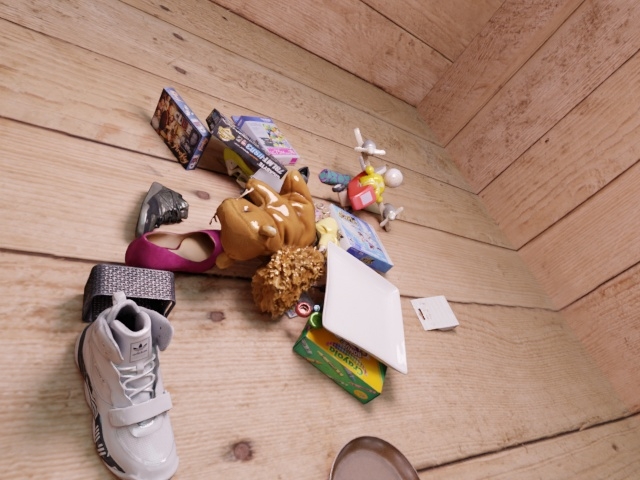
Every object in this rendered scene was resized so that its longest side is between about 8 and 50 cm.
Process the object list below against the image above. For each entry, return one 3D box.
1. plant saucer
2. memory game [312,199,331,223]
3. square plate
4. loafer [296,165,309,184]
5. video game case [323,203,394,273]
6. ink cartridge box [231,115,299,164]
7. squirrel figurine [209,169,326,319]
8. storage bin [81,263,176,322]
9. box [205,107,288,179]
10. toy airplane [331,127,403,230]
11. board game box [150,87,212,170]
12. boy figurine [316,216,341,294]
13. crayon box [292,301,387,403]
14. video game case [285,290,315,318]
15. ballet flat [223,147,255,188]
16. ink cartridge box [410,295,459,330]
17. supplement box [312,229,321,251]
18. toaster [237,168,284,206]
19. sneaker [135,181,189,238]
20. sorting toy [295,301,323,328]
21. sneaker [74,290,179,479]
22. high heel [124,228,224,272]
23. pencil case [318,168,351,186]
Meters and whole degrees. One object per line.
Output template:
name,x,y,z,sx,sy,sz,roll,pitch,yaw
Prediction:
plant saucer,0.140,0.645,1.012,0.311,0.050,0.310,26,37,-21
memory game,-0.047,-0.101,1.606,0.187,0.012,0.186,1,41,-1
square plate,0.132,0.209,1.301,0.344,0.049,0.347,34,35,-24
loafer,-0.094,-0.246,1.740,0.076,0.078,0.223,32,36,-12
video game case,0.152,-0.006,1.668,0.270,0.061,0.244,24,31,-40
ink cartridge box,-0.247,-0.465,1.854,0.186,0.065,0.311,-13,59,-50
squirrel figurine,-0.138,0.012,1.195,0.396,0.281,0.370,63,12,-3
storage bin,-0.443,0.130,0.962,0.180,0.122,0.084,12,44,-35
box,-0.281,-0.356,1.536,0.293,0.073,0.295,35,8,-29
toy airplane,0.247,-0.266,1.875,0.386,0.273,0.383,28,58,-54
board game box,-0.493,-0.390,1.447,0.243,0.165,0.042,50,36,14
boy figurine,0.028,0.043,1.447,0.177,0.092,0.284,43,33,-61
crayon box,0.069,0.337,1.253,0.279,0.081,0.165,38,34,-4
video game case,-0.076,0.198,1.329,0.122,0.011,0.087,-9,58,-48
ballet flat,-0.303,-0.256,1.567,0.231,0.077,0.077,45,51,3
ink cartridge box,0.467,0.307,1.714,0.180,0.045,0.145,-5,53,-23
supplement box,0.000,0.000,1.579,0.083,0.056,0.083,14,43,-33
toaster,-0.192,-0.137,1.450,0.186,0.168,0.110,32,35,-12
sneaker,-0.457,-0.078,1.207,0.131,0.087,0.227,20,34,-17
sorting toy,-0.028,0.220,1.202,0.102,0.042,0.061,39,54,13
sneaker,-0.360,0.279,0.799,0.138,0.210,0.365,-9,58,-48
high heel,-0.353,0.010,1.125,0.127,0.181,0.377,45,35,6
pencil case,0.070,-0.298,1.964,0.152,0.065,0.070,10,61,-37
